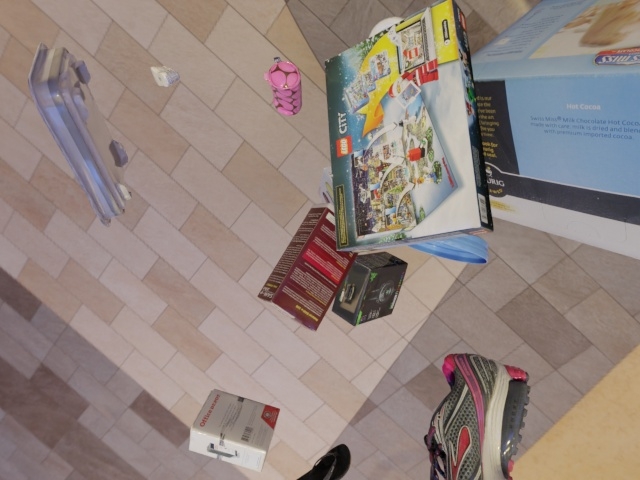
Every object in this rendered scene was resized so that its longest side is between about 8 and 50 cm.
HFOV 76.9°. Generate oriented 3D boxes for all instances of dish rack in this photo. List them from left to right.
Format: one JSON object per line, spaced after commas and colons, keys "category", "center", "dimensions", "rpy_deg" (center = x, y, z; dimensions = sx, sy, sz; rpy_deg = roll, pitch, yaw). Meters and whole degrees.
{"category": "dish rack", "center": [-0.492, -0.227, 0.866], "dimensions": [0.072, 0.286, 0.333], "rpy_deg": [-17, 136, -12]}

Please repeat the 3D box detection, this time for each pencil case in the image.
{"category": "pencil case", "center": [-0.104, -0.438, 1.176], "dimensions": [0.098, 0.209, 0.095], "rpy_deg": [-12, 85, -1]}

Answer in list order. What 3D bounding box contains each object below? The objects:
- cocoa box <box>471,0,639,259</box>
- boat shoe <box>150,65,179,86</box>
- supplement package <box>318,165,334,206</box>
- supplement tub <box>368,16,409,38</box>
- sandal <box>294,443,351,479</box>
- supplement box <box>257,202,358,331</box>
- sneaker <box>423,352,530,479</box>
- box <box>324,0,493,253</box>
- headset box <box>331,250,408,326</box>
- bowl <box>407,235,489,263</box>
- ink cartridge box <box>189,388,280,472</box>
{"category": "cocoa box", "center": [0.360, -0.142, 0.460], "dimensions": [0.231, 0.347, 0.228], "rpy_deg": [-39, 123, -14]}
{"category": "boat shoe", "center": [-0.561, -0.601, 1.457], "dimensions": [0.063, 0.184, 0.066], "rpy_deg": [-31, 125, -23]}
{"category": "supplement package", "center": [0.106, -0.159, 1.484], "dimensions": [0.149, 0.194, 0.203], "rpy_deg": [-21, 73, -15]}
{"category": "supplement tub", "center": [0.328, -0.777, 1.594], "dimensions": [0.193, 0.316, 0.194], "rpy_deg": [15, 123, 25]}
{"category": "sandal", "center": [0.005, 0.786, 1.362], "dimensions": [0.097, 0.254, 0.055], "rpy_deg": [27, 137, 47]}
{"category": "supplement box", "center": [-0.013, 0.054, 0.859], "dimensions": [0.130, 0.073, 0.240], "rpy_deg": [40, 71, -27]}
{"category": "sneaker", "center": [0.185, 0.294, 0.526], "dimensions": [0.111, 0.299, 0.121], "rpy_deg": [16, 143, 18]}
{"category": "box", "center": [0.085, -0.112, 0.434], "dimensions": [0.159, 0.044, 0.234], "rpy_deg": [-10, 78, 38]}
{"category": "headset box", "center": [0.194, 0.187, 1.623], "dimensions": [0.131, 0.282, 0.247], "rpy_deg": [29, 111, 39]}
{"category": "bowl", "center": [0.515, 0.008, 1.704], "dimensions": [0.390, 0.391, 0.077], "rpy_deg": [17, 85, 6]}
{"category": "ink cartridge box", "center": [-0.152, 0.339, 0.726], "dimensions": [0.135, 0.099, 0.056], "rpy_deg": [16, 114, 3]}
